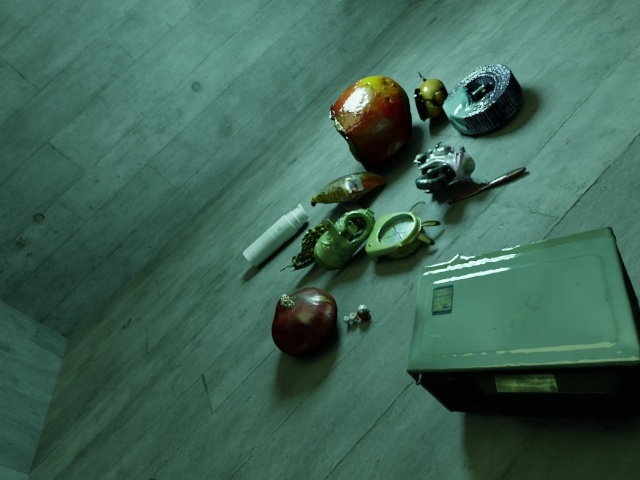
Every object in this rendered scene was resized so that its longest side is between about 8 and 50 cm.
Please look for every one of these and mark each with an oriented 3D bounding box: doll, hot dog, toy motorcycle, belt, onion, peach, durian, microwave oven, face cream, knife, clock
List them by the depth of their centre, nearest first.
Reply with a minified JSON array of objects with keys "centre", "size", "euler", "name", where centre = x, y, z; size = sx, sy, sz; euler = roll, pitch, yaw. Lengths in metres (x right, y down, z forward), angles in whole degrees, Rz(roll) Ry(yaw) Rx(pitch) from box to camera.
[{"centre":[0.380,0.174,0.745],"size":[0.355,0.218,0.286],"euler":[-18,39,37],"name":"microwave oven"},{"centre":[0.109,0.224,1.192],"size":[0.085,0.040,0.058],"euler":[-35,17,4],"name":"doll"},{"centre":[0.509,-0.171,1.244],"size":[0.248,0.018,0.035],"euler":[-24,37,32],"name":"knife"},{"centre":[-0.057,0.251,1.256],"size":[0.248,0.162,0.247],"euler":[-31,48,42],"name":"onion"},{"centre":[0.264,-0.016,1.288],"size":[0.232,0.069,0.170],"euler":[-9,43,44],"name":"clock"},{"centre":[0.422,-0.257,1.358],"size":[0.188,0.143,0.327],"euler":[-17,23,25],"name":"toy motorcycle"},{"centre":[0.598,-0.522,1.489],"size":[0.260,0.122,0.324],"euler":[-34,32,27],"name":"belt"},{"centre":[0.002,0.005,1.514],"size":[0.375,0.132,0.106],"euler":[-31,73,11],"name":"durian"},{"centre":[0.487,-0.628,1.706],"size":[0.107,0.194,0.325],"euler":[-8,41,28],"name":"hot dog"},{"centre":[0.213,-0.499,1.713],"size":[0.353,0.339,0.416],"euler":[-2,53,50],"name":"peach"},{"centre":[-0.197,-0.024,1.826],"size":[0.346,0.102,0.102],"euler":[-40,29,3],"name":"face cream"}]

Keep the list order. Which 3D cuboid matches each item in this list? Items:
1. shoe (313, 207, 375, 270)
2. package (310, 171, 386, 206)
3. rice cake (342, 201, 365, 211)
[{"centre":[0.080,-0.017,1.404],"size":[0.262,0.128,0.140],"euler":[-42,71,-4],"name":"shoe"},{"centre":[0.111,-0.222,1.671],"size":[0.224,0.108,0.288],"euler":[-26,17,-37],"name":"package"},{"centre":[0.142,-0.120,1.604],"size":[0.047,0.036,0.206],"euler":[-28,28,-6],"name":"rice cake"}]
